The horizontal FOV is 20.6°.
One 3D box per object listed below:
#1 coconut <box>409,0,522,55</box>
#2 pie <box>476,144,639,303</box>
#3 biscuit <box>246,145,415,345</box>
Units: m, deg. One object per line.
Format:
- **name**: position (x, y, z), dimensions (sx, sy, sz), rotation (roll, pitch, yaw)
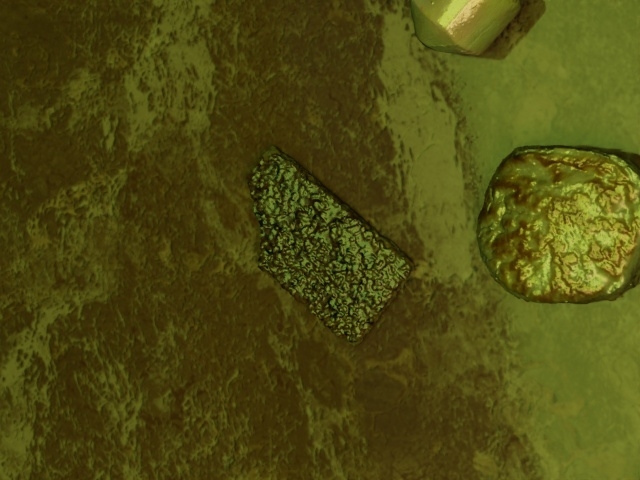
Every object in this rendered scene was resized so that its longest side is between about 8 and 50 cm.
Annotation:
- **coconut**: position (0.157, -0.265, 1.986), dimensions (0.122, 0.116, 0.116), rotation (-45, 78, 19)
- **pie**: position (0.275, -0.017, 1.970), dimensions (0.205, 0.084, 0.179), rotation (3, 93, 22)
- **biscuit**: position (-0.010, 0.006, 2.105), dimensions (0.237, 0.026, 0.131), rotation (40, 103, 13)
